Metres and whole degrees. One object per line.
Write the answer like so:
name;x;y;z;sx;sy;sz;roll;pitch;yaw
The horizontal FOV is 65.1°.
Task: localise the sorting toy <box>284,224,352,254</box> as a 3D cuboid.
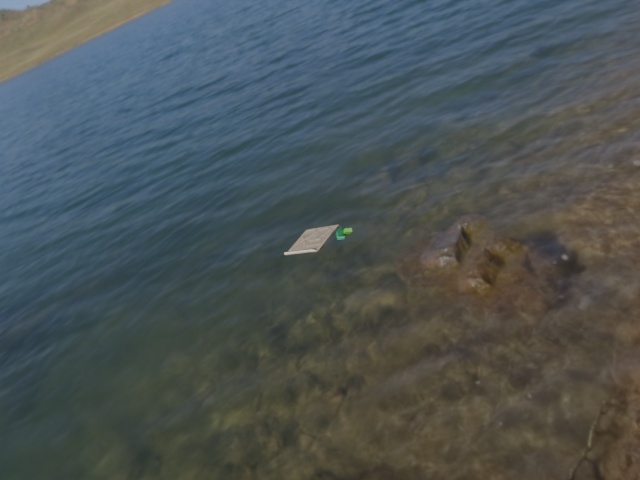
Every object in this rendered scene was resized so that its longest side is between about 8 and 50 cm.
sorting toy;0.000;0.000;0.630;0.083;0.012;0.062;-7;29;43
